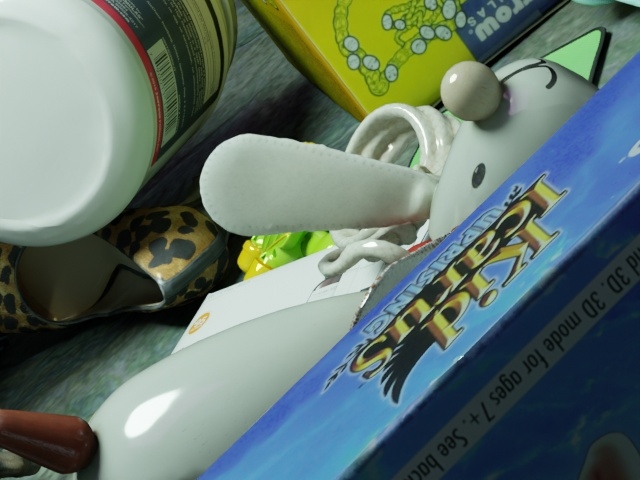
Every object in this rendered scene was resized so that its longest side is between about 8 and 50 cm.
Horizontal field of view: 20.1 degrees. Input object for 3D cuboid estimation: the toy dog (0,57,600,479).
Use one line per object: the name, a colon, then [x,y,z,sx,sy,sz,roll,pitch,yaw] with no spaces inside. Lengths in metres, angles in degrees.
toy dog: [-0.025,0.037,0.826,0.220,0.161,0.334,14,71,56]

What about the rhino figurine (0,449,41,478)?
rhino figurine: [-0.305,0.170,1.144,0.243,0.073,0.106,-9,-4,15]

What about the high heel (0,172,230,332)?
high heel: [-0.181,0.032,1.320,0.261,0.093,0.186,-24,17,15]

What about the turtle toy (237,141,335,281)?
turtle toy: [0.000,0.000,1.107,0.095,0.066,0.130,-61,14,9]

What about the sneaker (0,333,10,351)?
sneaker: [-0.290,0.084,1.461,0.073,0.063,0.162,-33,20,8]

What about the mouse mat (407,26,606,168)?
mouse mat: [0.107,-0.058,1.138,0.152,0.007,0.190,-27,22,32]

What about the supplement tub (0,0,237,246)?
supplement tub: [-0.176,-0.126,1.316,0.191,0.191,0.272,-31,11,23]

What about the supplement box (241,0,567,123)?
supplement box: [0.028,-0.239,1.391,0.194,0.195,0.356,-40,20,-1]

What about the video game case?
video game case: [0.098,0.104,0.443,0.269,0.244,0.061,-44,21,-10]

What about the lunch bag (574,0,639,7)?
lunch bag: [0.221,-0.261,1.125,0.223,0.160,0.262,-45,32,-15]

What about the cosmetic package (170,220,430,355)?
cosmetic package: [0.013,0.048,0.995,0.239,0.060,0.099,-22,25,41]
